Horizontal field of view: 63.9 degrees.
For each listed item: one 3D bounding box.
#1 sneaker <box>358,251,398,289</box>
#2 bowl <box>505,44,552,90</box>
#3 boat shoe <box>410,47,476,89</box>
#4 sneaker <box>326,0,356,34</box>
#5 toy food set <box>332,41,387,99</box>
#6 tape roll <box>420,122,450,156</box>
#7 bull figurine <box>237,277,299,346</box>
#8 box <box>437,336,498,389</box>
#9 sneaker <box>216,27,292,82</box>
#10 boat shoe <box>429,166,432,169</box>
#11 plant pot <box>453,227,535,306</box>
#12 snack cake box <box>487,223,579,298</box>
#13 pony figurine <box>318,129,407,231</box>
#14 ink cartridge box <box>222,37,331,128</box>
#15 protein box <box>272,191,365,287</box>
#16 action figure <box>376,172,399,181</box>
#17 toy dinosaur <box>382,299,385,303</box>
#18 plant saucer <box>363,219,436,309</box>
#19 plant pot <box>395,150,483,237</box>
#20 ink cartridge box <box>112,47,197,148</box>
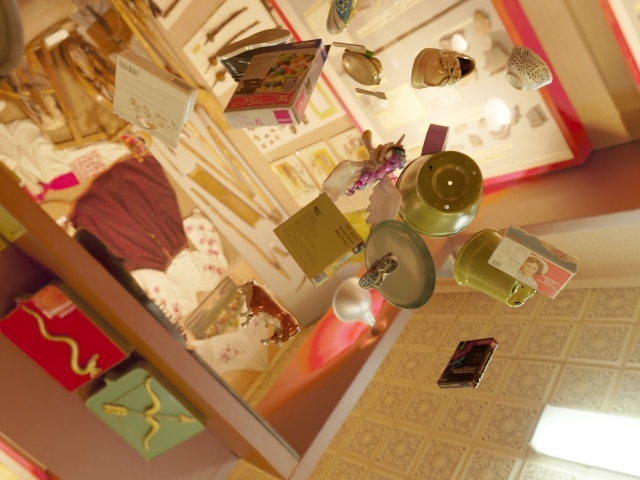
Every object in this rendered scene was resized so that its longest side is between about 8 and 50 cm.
[{"bbox_3d":[0.154,0.080,1.363,0.135,0.052,0.058,-41,-160,29],"label":"sneaker"},{"bbox_3d":[0.656,-0.541,1.663,0.080,0.170,0.170,-45,-161,6],"label":"bowl"},{"bbox_3d":[0.355,-0.493,1.470,0.098,0.109,0.302,21,-148,30],"label":"boat shoe"},{"bbox_3d":[0.067,-0.760,1.566,0.091,0.126,0.240,30,-83,28],"label":"sneaker"},{"bbox_3d":[0.117,-0.474,1.402,0.132,0.192,0.038,26,-106,36],"label":"toy food set"},{"bbox_3d":[0.514,-0.390,2.339,0.090,0.275,0.275,14,-139,14],"label":"tape roll"},{"bbox_3d":[-0.225,0.293,2.068,0.188,0.310,0.101,-52,179,-42],"label":"bull figurine"},{"bbox_3d":[0.390,0.326,1.363,0.116,0.029,0.162,-24,-161,51],"label":"box"},{"bbox_3d":[-0.233,-0.700,1.961,0.296,0.147,0.104,-17,-135,8],"label":"sneaker"},{"bbox_3d":[0.444,-0.189,2.157,0.123,0.324,0.116,-22,-124,-14],"label":"boat shoe"},{"bbox_3d":[0.727,0.127,2.074,0.276,0.276,0.254,-40,-138,-6],"label":"plant pot"},{"bbox_3d":[0.764,0.074,1.850,0.089,0.264,0.152,-45,160,-42],"label":"snack cake box"},{"bbox_3d":[0.177,-0.246,1.900,0.351,0.303,0.363,-60,-164,8],"label":"pony figurine"},{"bbox_3d":[-0.098,-0.399,1.254,0.186,0.065,0.311,2,-128,23],"label":"ink cartridge box"},{"bbox_3d":[0.000,0.000,1.595,0.201,0.200,0.136,-37,164,-2],"label":"protein box"},{"bbox_3d":[0.337,-0.366,2.934,0.280,0.091,0.139,-23,-175,-40],"label":"action figure"},{"bbox_3d":[0.300,0.212,2.056,0.090,0.047,0.082,-17,-177,38],"label":"toy dinosaur"},{"bbox_3d":[0.264,0.083,1.739,0.044,0.317,0.317,-30,-161,51],"label":"plant saucer"},{"bbox_3d":[0.483,-0.203,2.015,0.366,0.366,0.353,-37,175,2],"label":"plant pot"},{"bbox_3d":[-0.621,-0.520,1.904,0.261,0.296,0.066,-59,-179,45],"label":"ink cartridge box"}]
